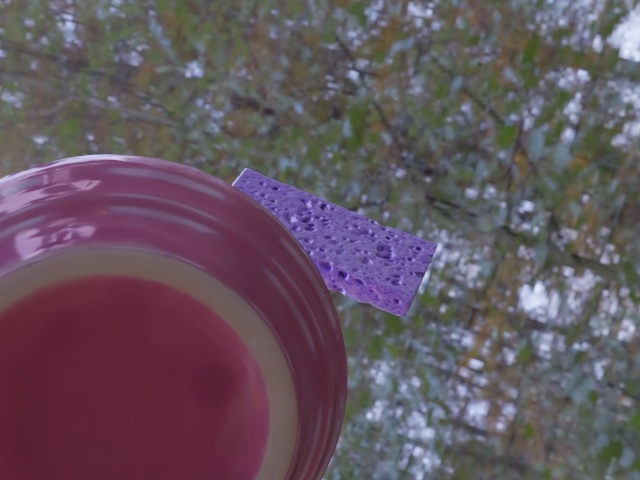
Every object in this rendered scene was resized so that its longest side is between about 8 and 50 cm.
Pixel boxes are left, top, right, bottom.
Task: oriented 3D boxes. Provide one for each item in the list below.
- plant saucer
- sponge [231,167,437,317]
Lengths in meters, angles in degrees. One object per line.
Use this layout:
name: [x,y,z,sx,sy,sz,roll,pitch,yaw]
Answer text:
plant saucer: [-0.142,0.110,0.828,0.084,0.332,0.332,-113,33,-72]
sponge: [0.000,0.000,1.158,0.117,0.210,0.031,-55,-15,-60]
